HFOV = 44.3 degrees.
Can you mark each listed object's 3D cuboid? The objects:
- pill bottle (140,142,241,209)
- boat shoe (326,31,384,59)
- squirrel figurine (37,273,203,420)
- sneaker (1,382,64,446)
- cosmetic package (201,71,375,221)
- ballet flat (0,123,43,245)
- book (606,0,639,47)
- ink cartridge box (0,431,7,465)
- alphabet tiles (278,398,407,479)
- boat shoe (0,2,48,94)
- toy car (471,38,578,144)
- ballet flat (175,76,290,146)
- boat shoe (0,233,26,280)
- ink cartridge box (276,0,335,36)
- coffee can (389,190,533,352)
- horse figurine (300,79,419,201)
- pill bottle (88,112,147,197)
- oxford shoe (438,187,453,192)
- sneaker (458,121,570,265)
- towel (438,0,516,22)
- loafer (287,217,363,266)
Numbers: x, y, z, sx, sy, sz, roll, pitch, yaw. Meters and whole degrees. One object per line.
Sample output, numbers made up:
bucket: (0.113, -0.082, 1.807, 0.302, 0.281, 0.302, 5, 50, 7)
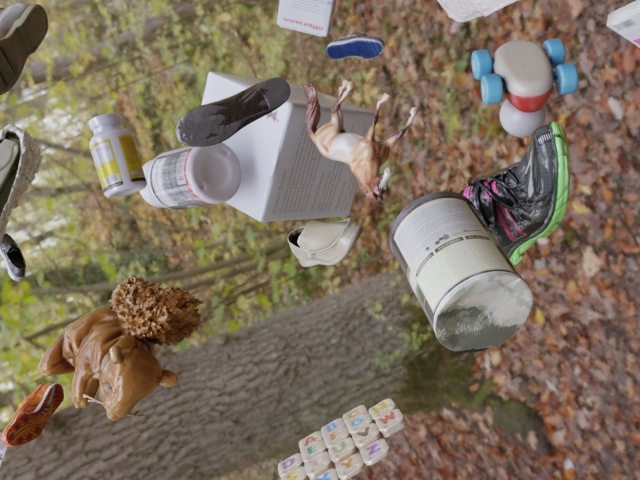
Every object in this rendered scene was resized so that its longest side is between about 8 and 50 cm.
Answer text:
pill bottle: (-0.348, -0.163, 2.054, 0.283, 0.161, 0.161, -4, 113, 49)
boat shoe: (0.104, -0.556, 2.213, 0.183, 0.066, 0.066, 7, 140, 32)
squirrel figurine: (-0.488, 0.268, 2.016, 0.281, 0.397, 0.370, 36, 166, -21)
sneaker: (-0.583, 0.352, 1.577, 0.175, 0.067, 0.064, -56, -48, -60)
cosmetic package: (-0.109, -0.266, 2.239, 0.327, 0.393, 0.329, 28, 110, 34)
ballet flat: (-0.724, -0.080, 1.668, 0.147, 0.147, 0.409, 80, -157, -60)
book: (0.472, -0.279, 1.057, 0.096, 0.144, 0.035, -14, 57, 60)
ink cartridge box: (-0.698, 0.452, 1.709, 0.083, 0.028, 0.048, -61, 23, 27)
alphabet tiles: (0.041, 0.421, 1.620, 0.021, 0.284, 0.278, 60, 177, -9)
boat shoe: (-0.691, -0.400, 1.663, 0.302, 0.103, 0.113, -71, -16, -45)
toy car: (0.500, -0.352, 1.964, 0.238, 0.219, 0.210, 81, -178, -46)
ballet flat: (-0.175, -0.260, 1.583, 0.084, 0.249, 0.058, 63, 174, -16)
boat shoe: (-0.730, 0.031, 1.870, 0.142, 0.049, 0.040, 56, 130, 28)
ink cartridge box: (-0.025, -0.583, 1.843, 0.072, 0.127, 0.175, -73, -4, -49)
coffee can: (0.276, 0.059, 1.586, 0.275, 0.201, 0.202, -112, 4, -50)
horse figurine: (0.057, -0.192, 1.411, 0.263, 0.174, 0.066, 30, -170, 35)
pill bottle: (-0.480, -0.200, 1.845, 0.103, 0.103, 0.184, 149, 104, -82)
oxford shoe: (0.287, -0.091, 1.947, 0.212, 0.076, 0.076, -27, -61, -66)
sneaker: (0.428, -0.083, 1.821, 0.483, 0.202, 0.185, 111, 168, -52)
towel: (0.255, -0.462, 1.265, 0.187, 0.049, 0.282, 49, 158, -16)
loafer: (0.000, 0.000, 1.825, 0.092, 0.102, 0.268, 40, 152, -17)
